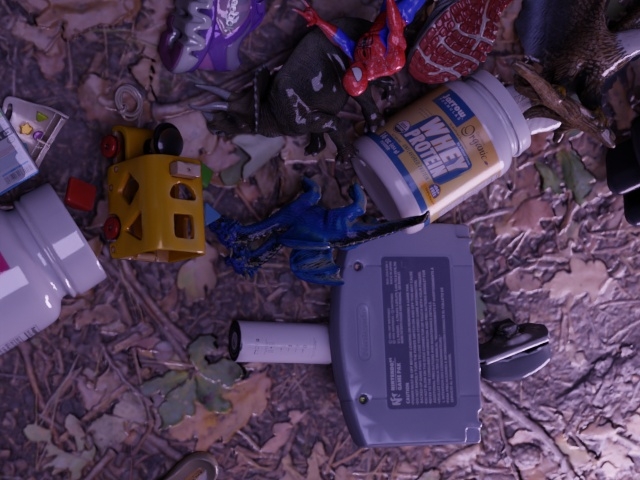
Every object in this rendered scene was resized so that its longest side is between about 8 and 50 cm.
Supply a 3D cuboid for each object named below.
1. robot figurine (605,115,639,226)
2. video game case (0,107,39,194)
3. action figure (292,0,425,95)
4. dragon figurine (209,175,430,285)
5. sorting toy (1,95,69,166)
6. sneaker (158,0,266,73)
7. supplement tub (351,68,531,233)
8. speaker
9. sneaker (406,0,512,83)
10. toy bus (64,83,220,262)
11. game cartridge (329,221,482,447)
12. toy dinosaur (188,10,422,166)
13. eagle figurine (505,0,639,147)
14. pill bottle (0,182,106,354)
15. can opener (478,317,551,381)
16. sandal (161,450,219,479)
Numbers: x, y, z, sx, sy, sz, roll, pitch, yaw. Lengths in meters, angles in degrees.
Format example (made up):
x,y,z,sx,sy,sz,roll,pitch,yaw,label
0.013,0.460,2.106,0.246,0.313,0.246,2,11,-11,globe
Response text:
x,y,z,sx,sy,sz,roll,pitch,yaw,label
0.528,-0.117,1.879,0.278,0.173,0.209,-22,157,22,robot figurine
-0.422,-0.121,1.627,0.119,0.015,0.166,-31,102,-1,video game case
0.075,-0.305,1.678,0.139,0.091,0.280,43,61,-33,action figure
0.000,0.000,1.738,0.144,0.289,0.085,-54,140,-30,dragon figurine
-0.353,-0.133,1.663,0.075,0.045,0.083,31,95,-16,sorting toy
-0.110,-0.305,1.679,0.104,0.095,0.236,13,105,-29,sneaker
0.154,-0.116,1.790,0.200,0.144,0.144,-34,113,-8,supplement tub
-0.049,0.134,1.836,0.136,0.055,0.055,3,104,-21,speaker
0.187,-0.292,1.780,0.088,0.093,0.225,42,83,-27,sneaker
-0.189,-0.069,1.654,0.202,0.104,0.191,54,48,-24,toy bus
0.110,0.123,1.837,0.196,0.060,0.294,2,80,-21,game cartridge
0.010,-0.199,1.731,0.313,0.121,0.160,-38,120,-3,toy dinosaur
0.368,-0.272,1.828,0.226,0.225,0.298,72,35,-60,eagle figurine
-0.405,0.060,1.629,0.283,0.160,0.160,-32,113,-9,pill bottle
0.192,0.186,1.927,0.283,0.076,0.095,-21,110,-12,can opener
-0.201,0.356,1.846,0.180,0.049,0.072,-47,114,-3,sandal
